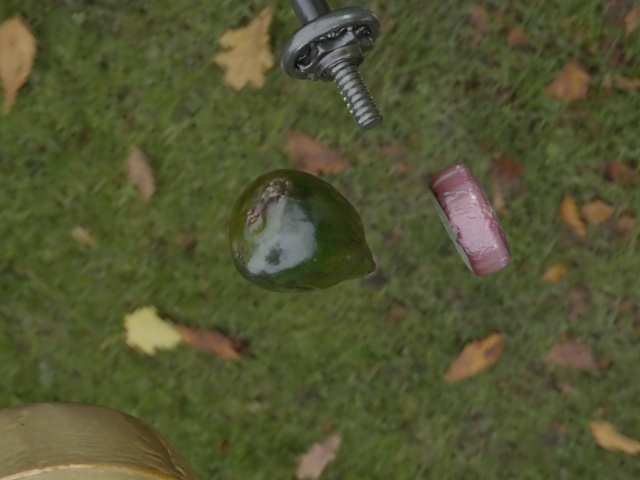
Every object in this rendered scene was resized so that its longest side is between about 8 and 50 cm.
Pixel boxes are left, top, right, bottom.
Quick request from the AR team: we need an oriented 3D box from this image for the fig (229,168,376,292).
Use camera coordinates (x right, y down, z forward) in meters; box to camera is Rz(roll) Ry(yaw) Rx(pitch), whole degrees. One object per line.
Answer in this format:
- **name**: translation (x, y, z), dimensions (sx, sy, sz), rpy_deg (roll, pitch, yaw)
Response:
- **fig**: translation (0.000, 0.000, 1.632), dimensions (0.177, 0.117, 0.117), rpy_deg (19, 143, -35)

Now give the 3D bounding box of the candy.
- **candy**: translation (0.130, -0.018, 1.519), dimensions (0.043, 0.103, 0.103), rpy_deg (-26, 112, 0)

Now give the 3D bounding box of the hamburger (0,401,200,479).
- **hamburger**: translation (-0.198, 0.258, 1.243), dimensions (0.300, 0.176, 0.300), rpy_deg (-9, 132, -10)

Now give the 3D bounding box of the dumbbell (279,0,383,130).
- **dumbbell**: translation (-0.018, -0.190, 1.266), dimensions (0.110, 0.110, 0.255), rpy_deg (-43, 65, 42)
